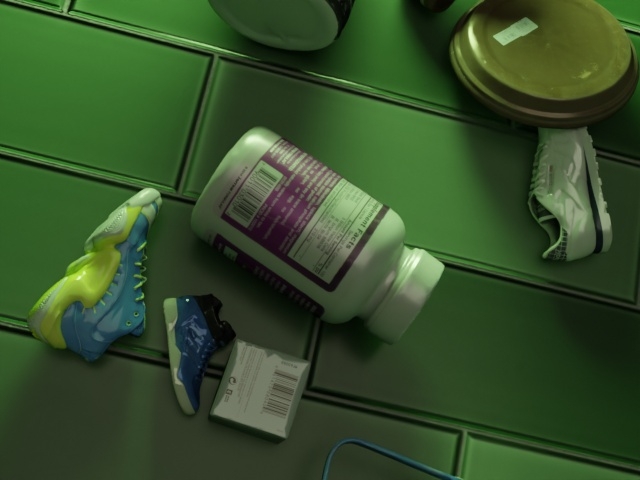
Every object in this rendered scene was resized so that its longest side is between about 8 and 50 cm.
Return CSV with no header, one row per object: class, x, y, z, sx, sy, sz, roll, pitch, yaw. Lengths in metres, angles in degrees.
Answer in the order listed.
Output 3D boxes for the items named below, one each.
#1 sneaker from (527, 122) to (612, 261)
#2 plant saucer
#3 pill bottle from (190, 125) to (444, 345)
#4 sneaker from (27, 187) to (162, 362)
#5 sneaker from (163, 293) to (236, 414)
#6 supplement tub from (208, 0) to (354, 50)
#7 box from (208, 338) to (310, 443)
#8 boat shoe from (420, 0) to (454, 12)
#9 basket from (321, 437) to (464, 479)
sneaker,0.337,-0.087,1.275,0.095,0.090,0.235,-10,74,-2
plant saucer,0.327,-0.277,1.305,0.278,0.041,0.278,1,56,-1
pill bottle,0.000,0.000,1.150,0.301,0.169,0.169,34,72,1
sneaker,-0.256,0.051,1.151,0.126,0.091,0.240,42,71,-15
sneaker,-0.148,0.141,1.143,0.085,0.058,0.152,-10,69,-3
supplement tub,-0.018,-0.456,1.259,0.207,0.207,0.338,19,71,-3
box,-0.077,0.189,1.125,0.102,0.087,0.101,19,72,-2
boat shoe,0.212,-0.467,1.325,0.095,0.095,0.257,42,96,24
basket,0.119,0.384,1.040,0.289,0.201,0.254,14,72,2
